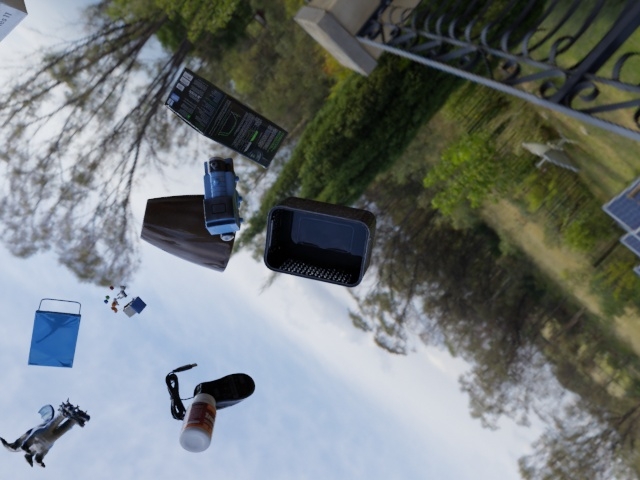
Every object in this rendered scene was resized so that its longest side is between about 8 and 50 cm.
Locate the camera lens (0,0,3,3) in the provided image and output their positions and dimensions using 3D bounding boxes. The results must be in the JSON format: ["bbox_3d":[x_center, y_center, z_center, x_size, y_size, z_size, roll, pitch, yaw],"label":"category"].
[{"bbox_3d":[-0.635,-0.440,0.860,0.219,0.219,0.274,40,-173,-13],"label":"camera lens"}]

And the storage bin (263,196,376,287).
[{"bbox_3d":[0.000,0.000,1.010,0.180,0.122,0.084,11,-162,10],"label":"storage bin"}]

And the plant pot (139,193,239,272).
[{"bbox_3d":[-0.357,-0.038,1.525,0.231,0.215,0.215,11,-161,-18],"label":"plant pot"}]

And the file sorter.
[{"bbox_3d":[-0.766,0.266,1.647,0.118,0.170,0.104,10,-165,-21],"label":"file sorter"}]

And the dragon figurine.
[{"bbox_3d":[-0.646,0.447,1.337,0.085,0.289,0.144,52,-133,-17],"label":"dragon figurine"}]

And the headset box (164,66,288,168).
[{"bbox_3d":[-0.269,-0.356,1.676,0.246,0.131,0.283,39,-169,37],"label":"headset box"}]

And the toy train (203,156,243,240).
[{"bbox_3d":[-0.209,-0.094,1.207,0.105,0.080,0.184,90,173,-74],"label":"toy train"}]

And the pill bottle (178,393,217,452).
[{"bbox_3d":[-0.326,0.487,1.532,0.086,0.086,0.152,39,-161,-18],"label":"pill bottle"}]

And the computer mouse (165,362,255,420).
[{"bbox_3d":[-0.343,0.450,1.745,0.262,0.060,0.184,-14,-133,-23],"label":"computer mouse"}]

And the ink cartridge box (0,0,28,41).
[{"bbox_3d":[-0.729,-0.507,1.161,0.119,0.207,0.353,7,-121,-61],"label":"ink cartridge box"}]

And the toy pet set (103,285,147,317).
[{"bbox_3d":[-0.615,0.189,1.802,0.114,0.065,0.122,52,-177,-22],"label":"toy pet set"}]
